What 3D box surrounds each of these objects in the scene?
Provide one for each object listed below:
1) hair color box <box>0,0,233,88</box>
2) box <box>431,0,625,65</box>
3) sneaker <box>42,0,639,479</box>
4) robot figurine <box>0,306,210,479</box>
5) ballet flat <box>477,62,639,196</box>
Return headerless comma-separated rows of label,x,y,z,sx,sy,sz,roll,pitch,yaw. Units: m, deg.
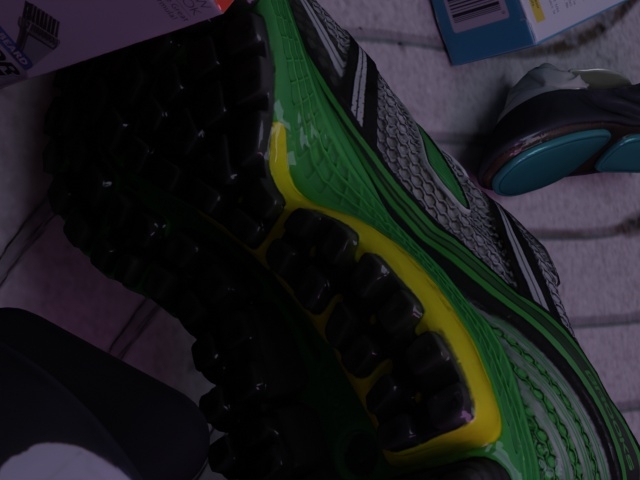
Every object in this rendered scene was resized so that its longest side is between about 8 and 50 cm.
hair color box,-0.106,-0.110,0.570,0.093,0.167,0.053,52,47,-26
box,0.151,-0.187,0.960,0.244,0.060,0.100,-29,103,-48
sneaker,0.000,0.000,0.623,0.146,0.134,0.343,12,41,-46
robot figurine,-0.152,0.127,0.465,0.278,0.173,0.209,-39,108,-46
ballet flat,0.150,-0.069,0.935,0.203,0.074,0.074,-9,88,-43
